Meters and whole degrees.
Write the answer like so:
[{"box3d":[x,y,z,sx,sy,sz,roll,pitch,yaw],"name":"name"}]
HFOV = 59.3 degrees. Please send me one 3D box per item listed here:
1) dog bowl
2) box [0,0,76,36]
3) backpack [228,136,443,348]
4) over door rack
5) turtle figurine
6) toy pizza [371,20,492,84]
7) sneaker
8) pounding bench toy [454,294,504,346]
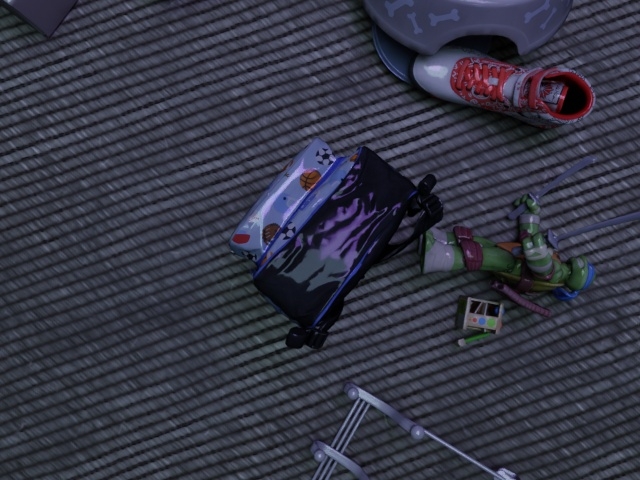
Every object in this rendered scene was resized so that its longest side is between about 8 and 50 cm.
[{"box3d":[0.229,-0.439,0.855,0.349,0.102,0.348,0,67,0],"name":"dog bowl"},{"box3d":[-0.445,-0.473,0.884,0.149,0.127,0.232,35,87,0],"name":"box"},{"box3d":[0.000,0.000,0.805,0.213,0.263,0.276,43,81,8],"name":"backpack"},{"box3d":[0.128,0.400,0.866,0.325,0.108,0.239,30,88,0],"name":"over door rack"},{"box3d":[0.288,-0.023,0.844,0.267,0.274,0.197,4,51,5],"name":"turtle figurine"},{"box3d":[0.184,-0.351,0.932,0.202,0.032,0.201,0,92,-3],"name":"toy pizza"},{"box3d":[0.277,-0.242,0.856,0.270,0.145,0.090,17,96,-8],"name":"sneaker"},{"box3d":[0.256,0.135,0.905,0.065,0.052,0.083,10,88,-1],"name":"pounding bench toy"}]
